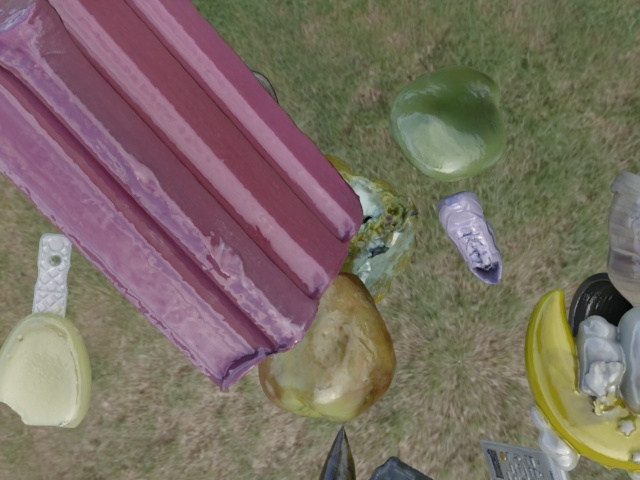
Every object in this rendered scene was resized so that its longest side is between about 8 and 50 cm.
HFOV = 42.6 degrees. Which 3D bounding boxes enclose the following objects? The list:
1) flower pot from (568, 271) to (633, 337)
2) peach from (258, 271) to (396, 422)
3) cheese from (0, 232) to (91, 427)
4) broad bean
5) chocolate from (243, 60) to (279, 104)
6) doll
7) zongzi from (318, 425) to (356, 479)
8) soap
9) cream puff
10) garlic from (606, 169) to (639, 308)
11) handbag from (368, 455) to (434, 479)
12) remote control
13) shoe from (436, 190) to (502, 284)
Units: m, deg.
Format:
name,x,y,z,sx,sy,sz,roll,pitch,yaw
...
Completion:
name,x,y,z,sx,sy,sz,roll,pitch,yaw
flower pot,0.630,0.178,1.657,0.148,0.235,0.235,-1,80,-21
peach,0.017,0.161,1.277,0.214,0.214,0.235,14,81,11
cheese,-0.359,0.117,1.073,0.127,0.050,0.255,5,94,-10
broad bean,0.177,-0.168,1.140,0.169,0.100,0.228,15,39,-9
chocolate,-0.167,-0.197,1.502,0.186,0.283,0.283,-4,80,-19
doll,0.351,0.148,0.924,0.238,0.111,0.252,-1,89,10
zongzi,0.025,0.486,1.617,0.084,0.187,0.184,4,103,11
soap,-0.133,-0.078,0.736,0.128,0.233,0.359,-33,107,33
cream puff,0.004,0.002,1.500,0.270,0.323,0.274,38,132,32
garlic,0.569,0.008,1.179,0.322,0.241,0.321,10,114,22
handbag,0.075,0.320,0.632,0.175,0.089,0.270,20,87,12
remote control,0.464,0.510,1.853,0.055,0.313,0.109,-16,87,-18
shoe,0.323,-0.004,1.740,0.095,0.245,0.137,-25,53,16
